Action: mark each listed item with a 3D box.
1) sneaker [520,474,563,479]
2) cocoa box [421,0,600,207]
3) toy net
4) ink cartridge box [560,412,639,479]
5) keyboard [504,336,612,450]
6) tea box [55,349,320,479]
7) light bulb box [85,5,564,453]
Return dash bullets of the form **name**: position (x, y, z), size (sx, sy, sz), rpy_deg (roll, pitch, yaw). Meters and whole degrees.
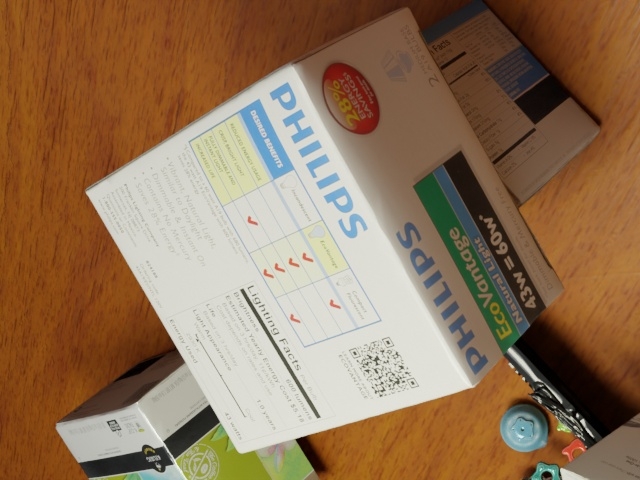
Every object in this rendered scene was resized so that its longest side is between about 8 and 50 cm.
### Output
- **sneaker**: position (0.363, 0.372, 1.637), size (0.170, 0.068, 0.071), rpy_deg (-4, 145, 33)
- **cocoa box**: position (0.118, -0.084, 1.408), size (0.228, 0.231, 0.347), rpy_deg (49, 134, 4)
- **toy net**: position (0.321, 0.344, 1.592), size (0.122, 0.045, 0.232), rpy_deg (-7, 83, 12)
- **ink cartridge box**: position (0.439, 0.301, 1.346), size (0.122, 0.289, 0.211), rpy_deg (19, 130, 56)
- **keyboard**: position (0.324, 0.226, 1.482), size (0.033, 0.201, 0.317), rpy_deg (-45, 85, 10)
- **tea box**: position (-0.227, 0.369, 1.945), size (0.329, 0.220, 0.323), rpy_deg (-23, 102, 52)
- **light bulb box**: position (0.000, 0.000, 1.228), size (0.361, 0.225, 0.357), rpy_deg (-24, 98, 43)
